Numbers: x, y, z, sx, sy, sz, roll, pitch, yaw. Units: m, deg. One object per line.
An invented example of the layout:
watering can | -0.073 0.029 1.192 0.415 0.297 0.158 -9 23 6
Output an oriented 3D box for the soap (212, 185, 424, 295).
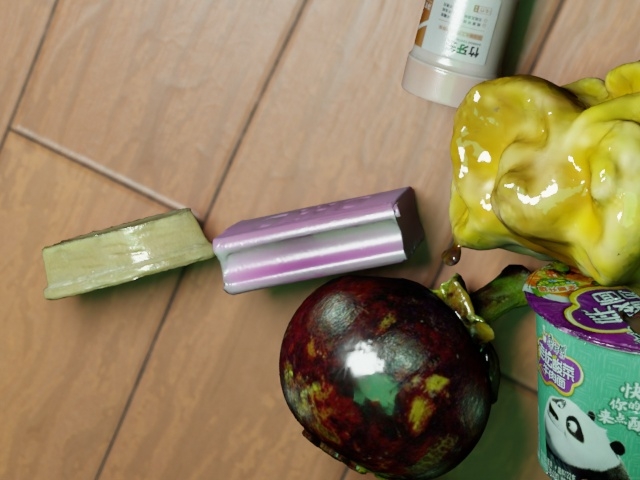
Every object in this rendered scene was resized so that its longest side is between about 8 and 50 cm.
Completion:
soap | 0.000 0.000 1.992 0.203 0.122 0.065 -11 99 14

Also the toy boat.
toy boat | -0.204 0.011 2.045 0.188 0.116 0.061 -14 93 17

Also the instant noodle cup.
instant noodle cup | 0.320 0.143 1.902 0.251 0.251 0.190 8 113 11

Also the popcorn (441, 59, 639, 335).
popcorn | 0.276 -0.064 1.826 0.316 0.297 0.281 22 94 4

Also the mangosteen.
mangosteen | 0.097 0.112 1.964 0.231 0.231 0.289 45 79 0

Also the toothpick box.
toothpick box | 0.147 -0.215 1.921 0.098 0.098 0.149 17 105 8
